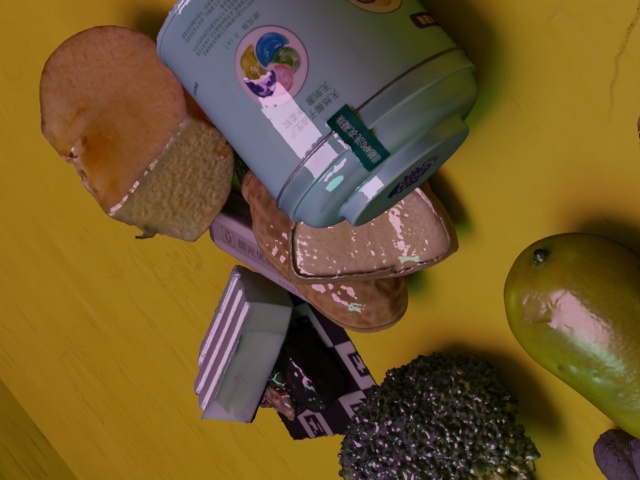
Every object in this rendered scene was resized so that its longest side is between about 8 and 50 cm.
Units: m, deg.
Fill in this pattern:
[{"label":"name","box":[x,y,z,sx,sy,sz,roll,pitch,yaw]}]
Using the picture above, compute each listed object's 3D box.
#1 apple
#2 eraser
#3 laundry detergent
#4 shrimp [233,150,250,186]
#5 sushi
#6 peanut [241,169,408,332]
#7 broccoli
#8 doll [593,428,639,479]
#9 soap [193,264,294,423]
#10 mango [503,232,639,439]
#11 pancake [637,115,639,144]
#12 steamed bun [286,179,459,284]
[{"label":"apple","box":[-0.288,-0.168,1.968,0.309,0.252,0.314,54,156,35]},{"label":"eraser","box":[-0.073,0.011,2.012,0.352,0.061,0.089,28,140,36]},{"label":"laundry detergent","box":[0.011,-0.187,1.497,0.305,0.287,0.287,51,148,8]},{"label":"shrimp","box":[-0.105,-0.095,1.996,0.059,0.023,0.108,-17,105,48]},{"label":"sushi","box":[-0.068,0.235,2.174,0.296,0.100,0.373,59,148,-6]},{"label":"peanut","box":[0.000,0.000,1.829,0.325,0.153,0.140,51,-171,21]},{"label":"broccoli","box":[0.156,0.327,1.815,0.375,0.249,0.302,-24,96,53]},{"label":"doll","box":[0.459,0.324,1.530,0.246,0.158,0.340,61,177,-19]},{"label":"soap","box":[-0.128,0.176,2.088,0.230,0.091,0.145,-67,26,26]},{"label":"mango","box":[0.335,0.101,1.460,0.273,0.149,0.185,39,139,15]},{"label":"pancake","box":[0.392,-0.099,1.312,0.151,0.025,0.152,35,143,32]},{"label":"steamed bun","box":[0.063,-0.055,1.701,0.231,0.110,0.212,-6,93,10]}]
